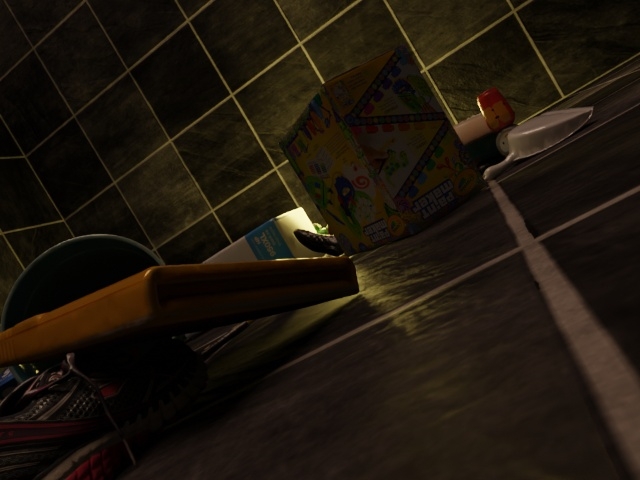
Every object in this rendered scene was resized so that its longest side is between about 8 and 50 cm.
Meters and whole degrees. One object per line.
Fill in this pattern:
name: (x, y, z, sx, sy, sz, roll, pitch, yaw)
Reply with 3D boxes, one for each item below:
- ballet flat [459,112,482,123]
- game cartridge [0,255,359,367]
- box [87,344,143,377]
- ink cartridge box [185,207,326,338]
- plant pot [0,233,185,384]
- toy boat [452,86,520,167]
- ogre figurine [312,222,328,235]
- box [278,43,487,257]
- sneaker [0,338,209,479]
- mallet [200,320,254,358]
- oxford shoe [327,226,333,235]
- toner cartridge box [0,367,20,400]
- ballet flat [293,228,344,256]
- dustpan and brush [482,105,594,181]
ballet flat: (0.365, -0.217, 1.518, 0.408, 0.147, 0.147, -34, 1, 10)
game cartridge: (-0.164, 0.081, 0.592, 0.323, 0.053, 0.285, -17, -10, 37)
box: (-0.243, 0.186, 0.613, 0.028, 0.081, 0.136, -30, 1, 16)
ink cartridge box: (-0.207, 0.085, 1.466, 0.394, 0.166, 0.285, -31, 1, 16)
plant pot: (-0.361, 0.154, 0.924, 0.271, 0.272, 0.255, -31, -12, -11)
toy boat: (0.352, -0.210, 1.176, 0.267, 0.148, 0.318, -26, -7, -12)
ogre figurine: (0.018, -0.007, 1.617, 0.197, 0.097, 0.118, -14, -10, 24)
box: (0.095, -0.144, 0.966, 0.177, 0.279, 0.290, -32, 3, -21)
sneaker: (-0.207, 0.152, 0.485, 0.120, 0.112, 0.299, -30, 1, 16)
mallet: (-0.114, 0.130, 0.854, 0.189, 0.039, 0.062, -35, 2, -4)
oxford shoe: (0.139, -0.062, 1.399, 0.271, 0.097, 0.098, -25, -15, 35)
toner cartridge box: (-0.523, 0.280, 1.147, 0.347, 0.165, 0.075, -31, 27, 10)
ballet flat: (0.000, 0.000, 1.290, 0.173, 0.057, 0.049, 18, 58, 40)
dustpan and brush: (0.370, -0.171, 0.943, 0.211, 0.060, 0.147, -25, 14, -6)
